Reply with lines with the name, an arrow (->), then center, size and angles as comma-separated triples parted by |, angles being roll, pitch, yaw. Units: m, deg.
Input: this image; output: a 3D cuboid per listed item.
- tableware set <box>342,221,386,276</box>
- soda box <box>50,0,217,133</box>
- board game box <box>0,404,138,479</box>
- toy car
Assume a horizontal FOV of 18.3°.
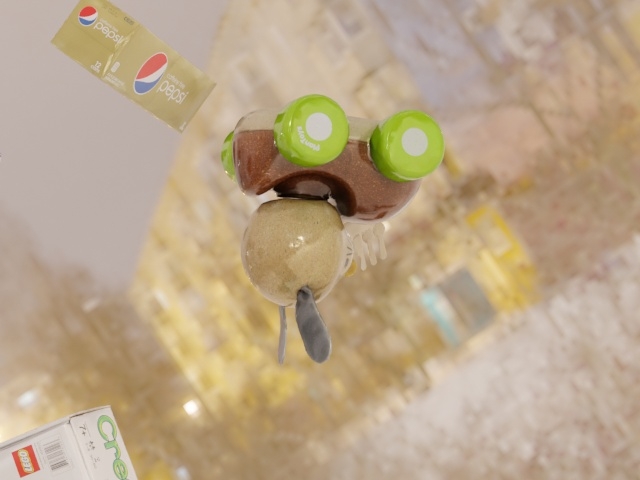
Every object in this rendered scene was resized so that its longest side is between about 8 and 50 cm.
tableware set -> 0.007, -0.020, 1.879 | 0.104, 0.024, 0.154 | -29, -47, -17
soda box -> -0.155, -0.150, 1.686 | 0.058, 0.061, 0.181 | -55, -21, 1
board game box -> -0.167, 0.279, 1.258 | 0.193, 0.305, 0.053 | -23, -5, 27
toy car -> 0.000, 0.000, 1.478 | 0.149, 0.188, 0.155 | 8, -8, -19
